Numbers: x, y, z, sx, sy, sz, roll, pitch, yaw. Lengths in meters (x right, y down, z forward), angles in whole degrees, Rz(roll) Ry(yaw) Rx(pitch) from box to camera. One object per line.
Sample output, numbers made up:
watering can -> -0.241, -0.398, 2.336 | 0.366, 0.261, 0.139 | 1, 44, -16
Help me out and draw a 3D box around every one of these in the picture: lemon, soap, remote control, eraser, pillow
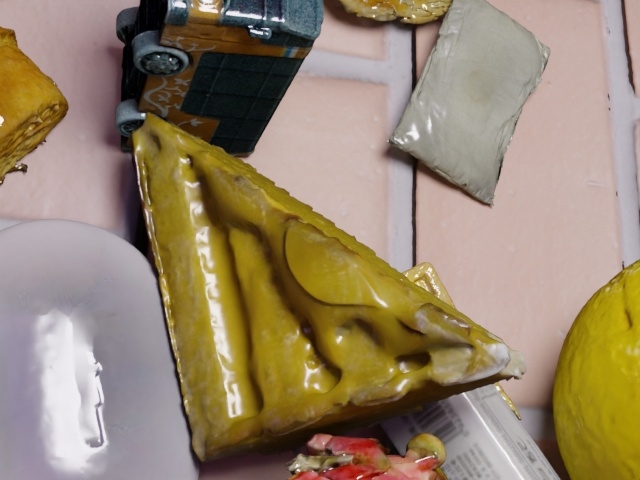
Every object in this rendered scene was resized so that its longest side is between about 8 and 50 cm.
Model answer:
lemon -> 0.390, 0.150, 1.010 | 0.348, 0.348, 0.347 | 6, 68, -14
soap -> 0.000, 0.000, 0.969 | 0.169, 0.304, 0.338 | 15, 57, -59
remote control -> -0.224, 0.136, 0.961 | 0.221, 0.103, 0.332 | -4, 69, -25
eraser -> 0.195, 0.275, 0.997 | 0.404, 0.098, 0.096 | 56, 21, 15
pillow -> 0.174, -0.166, 1.219 | 0.148, 0.050, 0.229 | 31, 65, -16

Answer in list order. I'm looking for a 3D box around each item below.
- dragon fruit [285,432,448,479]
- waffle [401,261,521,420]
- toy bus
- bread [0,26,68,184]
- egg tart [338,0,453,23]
dragon fruit -> 0.050, 0.301, 0.882 | 0.269, 0.250, 0.291 | 8, 82, -11
waffle -> 0.109, 0.124, 1.102 | 0.125, 0.032, 0.191 | -22, 75, -24
toy bus -> -0.105, -0.193, 1.034 | 0.167, 0.275, 0.138 | 4, 68, -16
bread -> -0.342, -0.112, 1.017 | 0.143, 0.139, 0.229 | 41, 65, -6
egg tart -> 0.083, -0.360, 1.253 | 0.252, 0.098, 0.231 | -38, 102, -22
